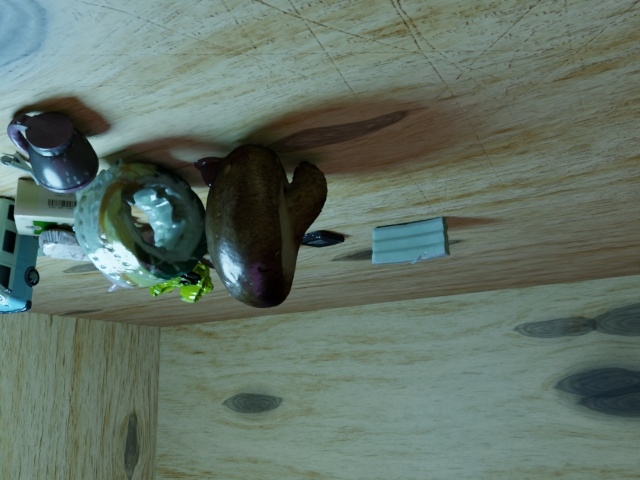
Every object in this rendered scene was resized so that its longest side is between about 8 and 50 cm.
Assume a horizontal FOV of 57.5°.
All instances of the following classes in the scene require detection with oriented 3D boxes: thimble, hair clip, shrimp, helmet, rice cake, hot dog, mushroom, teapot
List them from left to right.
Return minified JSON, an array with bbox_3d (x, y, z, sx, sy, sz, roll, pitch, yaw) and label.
[{"bbox_3d":[-0.627,-0.153,1.233,0.039,0.030,0.115,15,166,10],"label":"hair clip"},{"bbox_3d":[-0.483,-0.176,1.061,0.116,0.148,0.146,-35,163,-21],"label":"teapot"},{"bbox_3d":[-0.588,0.012,1.432,0.191,0.059,0.108,11,146,-32],"label":"hot dog"},{"bbox_3d":[-0.387,-0.038,1.269,0.167,0.254,0.288,-15,134,32],"label":"thimble"},{"bbox_3d":[-0.225,-0.137,1.284,0.089,0.057,0.111,-12,162,42],"label":"helmet"},{"bbox_3d":[-0.336,0.065,2.010,0.168,0.077,0.317,4,167,-11],"label":"shrimp"},{"bbox_3d":[-0.128,-0.024,1.206,0.239,0.345,0.345,-9,164,30],"label":"mushroom"},{"bbox_3d":[0.268,0.007,1.764,0.237,0.127,0.043,-7,167,22],"label":"rice cake"}]

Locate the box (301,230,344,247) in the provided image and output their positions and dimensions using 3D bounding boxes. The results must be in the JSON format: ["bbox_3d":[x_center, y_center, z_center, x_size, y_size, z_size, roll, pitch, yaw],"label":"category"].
[{"bbox_3d":[0.000,0.000,1.893,0.125,0.027,0.126,12,160,-43],"label":"box"}]

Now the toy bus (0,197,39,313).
[{"bbox_3d":[-0.802,0.036,1.455,0.133,0.271,0.165,-6,161,13],"label":"toy bus"}]

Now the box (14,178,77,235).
[{"bbox_3d":[-0.618,-0.071,1.415,0.212,0.095,0.168,4,162,-23],"label":"box"}]

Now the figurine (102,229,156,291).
[{"bbox_3d":[-0.559,0.023,1.739,0.176,0.186,0.287,-41,176,-47],"label":"figurine"}]

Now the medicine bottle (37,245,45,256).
[{"bbox_3d":[-0.883,0.028,1.843,0.083,0.047,0.047,-3,165,5],"label":"medicine bottle"}]

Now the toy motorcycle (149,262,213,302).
[{"bbox_3d":[-0.537,0.134,2.072,0.342,0.142,0.206,6,165,28],"label":"toy motorcycle"}]
